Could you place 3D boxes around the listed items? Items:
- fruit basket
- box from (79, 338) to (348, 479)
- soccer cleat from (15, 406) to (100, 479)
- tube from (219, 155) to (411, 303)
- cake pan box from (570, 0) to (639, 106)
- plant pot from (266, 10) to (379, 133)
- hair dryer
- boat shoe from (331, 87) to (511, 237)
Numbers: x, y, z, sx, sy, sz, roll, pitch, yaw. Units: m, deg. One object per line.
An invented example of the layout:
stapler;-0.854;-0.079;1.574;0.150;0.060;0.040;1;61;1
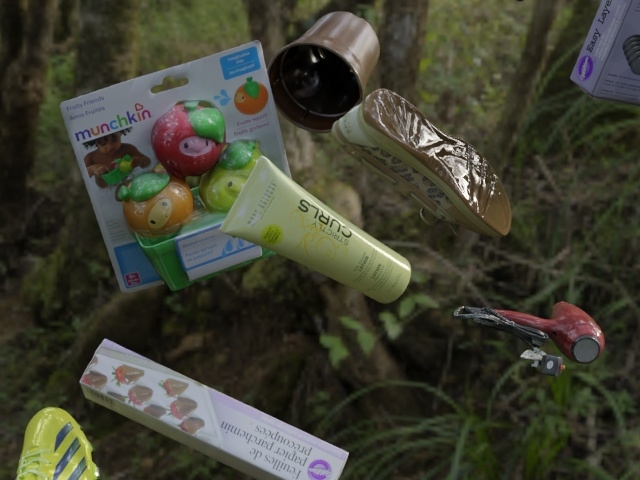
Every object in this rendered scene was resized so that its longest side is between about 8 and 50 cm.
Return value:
fruit basket;-0.203;-0.104;1.775;0.327;0.353;0.165;-19;36;-13
box;-0.127;0.217;1.326;0.324;0.063;0.067;24;-24;7
soccer cleat;-0.324;0.309;1.282;0.093;0.289;0.121;-36;-45;29
tube;0.000;0.000;1.257;0.240;0.070;0.062;31;-42;-33
cake pan box;0.488;-0.290;1.466;0.267;0.245;0.070;4;30;-26
plant pot;0.017;-0.291;1.864;0.167;0.167;0.165;7;38;20
hair dryer;0.386;0.141;1.948;0.224;0.080;0.293;34;20;30
boat shoe;0.142;-0.093;1.495;0.285;0.104;0.089;39;-44;-24
